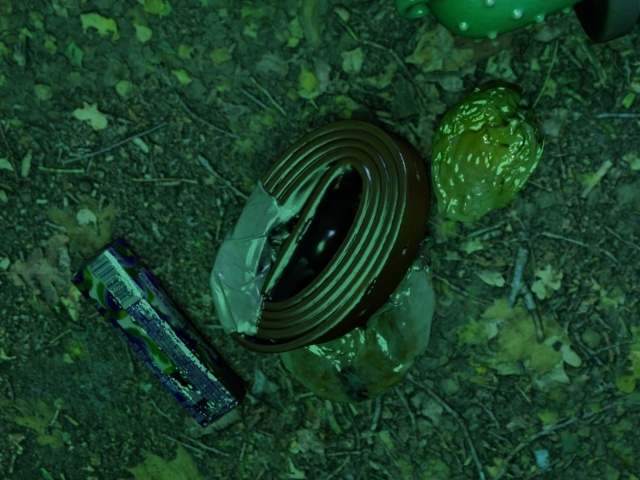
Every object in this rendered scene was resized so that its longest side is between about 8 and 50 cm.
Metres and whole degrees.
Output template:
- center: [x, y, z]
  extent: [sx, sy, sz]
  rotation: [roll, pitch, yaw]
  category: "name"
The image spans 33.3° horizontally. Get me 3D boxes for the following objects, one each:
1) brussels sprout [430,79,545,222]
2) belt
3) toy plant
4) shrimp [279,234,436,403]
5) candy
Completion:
- center: [0.213, -0.113, 1.392]
  extent: [0.139, 0.100, 0.181]
  rotation: [27, 116, 9]
  category: "brussels sprout"
- center: [0.000, 0.000, 1.408]
  extent: [0.217, 0.122, 0.339]
  rotation: [39, 103, 18]
  category: "belt"
- center: [0.281, -0.313, 1.225]
  extent: [0.400, 0.279, 0.185]
  rotation: [-16, 105, -1]
  category: "toy plant"
- center: [0.049, 0.079, 1.514]
  extent: [0.247, 0.085, 0.360]
  rotation: [26, 118, 5]
  category: "shrimp"
- center: [-0.238, 0.140, 1.589]
  extent: [0.088, 0.061, 0.312]
  rotation: [-33, 103, 21]
  category: "candy"
